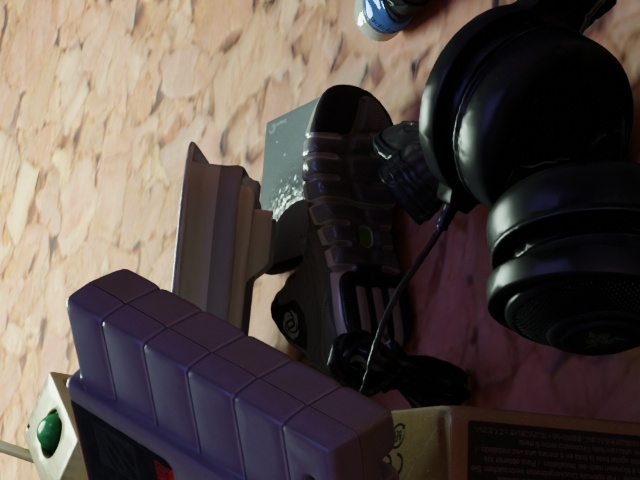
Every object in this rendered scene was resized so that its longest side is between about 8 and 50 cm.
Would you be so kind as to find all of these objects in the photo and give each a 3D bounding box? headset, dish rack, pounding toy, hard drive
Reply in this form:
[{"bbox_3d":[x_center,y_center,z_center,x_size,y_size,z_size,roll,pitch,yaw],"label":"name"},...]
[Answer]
[{"bbox_3d":[0.161,-0.022,1.063,0.394,0.185,0.243,-40,47,24],"label":"headset"},{"bbox_3d":[-0.080,0.098,1.323,0.285,0.072,0.332,86,-171,-88],"label":"dish rack"},{"bbox_3d":[-0.217,0.189,1.556,0.100,0.141,0.130,-65,32,20],"label":"pounding toy"},{"bbox_3d":[-0.019,-0.045,1.439,0.094,0.022,0.135,-20,61,55],"label":"hard drive"}]

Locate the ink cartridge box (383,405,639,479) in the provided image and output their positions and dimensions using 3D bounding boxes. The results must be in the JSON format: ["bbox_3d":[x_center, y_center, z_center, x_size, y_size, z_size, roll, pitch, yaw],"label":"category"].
[{"bbox_3d":[0.084,0.153,1.017,0.235,0.193,0.088,-17,68,57],"label":"ink cartridge box"}]

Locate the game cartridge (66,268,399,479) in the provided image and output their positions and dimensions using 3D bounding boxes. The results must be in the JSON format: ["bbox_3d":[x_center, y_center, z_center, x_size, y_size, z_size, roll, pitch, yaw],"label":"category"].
[{"bbox_3d":[-0.042,0.206,0.989,0.230,0.068,0.355,21,131,38],"label":"game cartridge"}]

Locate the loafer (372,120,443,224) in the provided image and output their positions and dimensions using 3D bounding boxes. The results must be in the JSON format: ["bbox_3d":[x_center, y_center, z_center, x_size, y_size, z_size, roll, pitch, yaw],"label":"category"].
[{"bbox_3d":[0.078,-0.059,1.227,0.061,0.062,0.170,-39,15,8],"label":"loafer"}]

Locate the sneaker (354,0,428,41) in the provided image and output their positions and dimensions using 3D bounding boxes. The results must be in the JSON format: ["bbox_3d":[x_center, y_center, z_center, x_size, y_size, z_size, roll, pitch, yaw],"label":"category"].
[{"bbox_3d":[0.058,-0.241,1.352,0.084,0.058,0.152,-33,55,57],"label":"sneaker"}]

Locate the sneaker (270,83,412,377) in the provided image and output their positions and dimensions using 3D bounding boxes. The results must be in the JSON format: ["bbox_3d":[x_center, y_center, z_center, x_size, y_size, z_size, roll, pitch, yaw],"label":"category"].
[{"bbox_3d":[0.000,0.000,1.331,0.132,0.086,0.228,-36,50,51],"label":"sneaker"}]
